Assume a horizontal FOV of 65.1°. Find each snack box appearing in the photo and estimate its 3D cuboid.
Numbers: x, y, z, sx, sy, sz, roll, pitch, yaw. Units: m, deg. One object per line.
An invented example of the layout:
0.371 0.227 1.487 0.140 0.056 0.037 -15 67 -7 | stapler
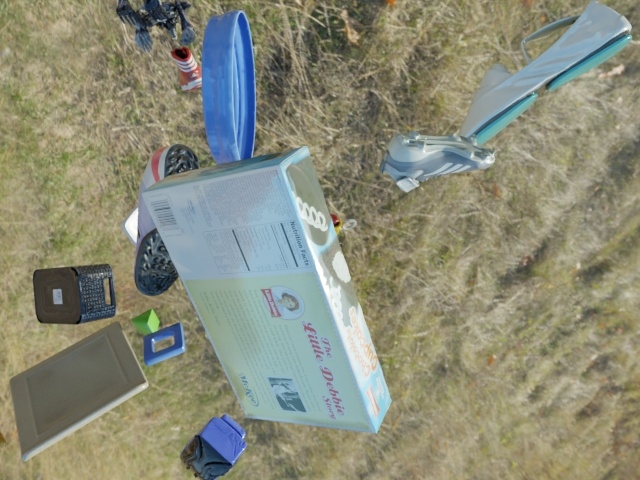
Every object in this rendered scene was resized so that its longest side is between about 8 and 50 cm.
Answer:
-0.053 0.070 0.561 0.060 0.187 0.321 -47 125 -51 | snack box

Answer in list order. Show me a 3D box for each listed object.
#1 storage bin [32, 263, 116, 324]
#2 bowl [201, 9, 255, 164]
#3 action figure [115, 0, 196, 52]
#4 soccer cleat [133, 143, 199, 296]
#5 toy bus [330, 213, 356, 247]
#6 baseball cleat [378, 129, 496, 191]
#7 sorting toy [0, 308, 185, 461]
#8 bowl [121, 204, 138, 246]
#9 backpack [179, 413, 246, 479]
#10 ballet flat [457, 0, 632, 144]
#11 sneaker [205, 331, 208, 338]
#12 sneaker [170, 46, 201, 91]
-0.545 0.117 1.106 0.084 0.180 0.122 -5 90 -56 | storage bin
-0.226 -0.373 1.274 0.077 0.391 0.391 1 131 0 | bowl
-0.427 -0.575 1.327 0.164 0.275 0.140 -13 102 8 | action figure
-0.336 -0.043 1.047 0.109 0.116 0.318 17 78 -48 | soccer cleat
-0.013 0.004 1.277 0.202 0.104 0.191 -28 147 15 | toy bus
0.193 -0.132 0.854 0.206 0.072 0.109 5 136 -22 | baseball cleat
-0.368 0.225 0.765 0.348 0.196 0.047 -29 126 -20 | sorting toy
-0.640 -0.051 1.784 0.142 0.053 0.142 -62 140 -38 | bowl
-0.209 0.414 0.991 0.120 0.098 0.101 -50 173 30 | backpack
0.430 -0.343 1.045 0.400 0.139 0.139 -35 138 14 | ballet flat
-0.158 0.162 1.094 0.297 0.111 0.129 24 90 -63 | sneaker
-0.410 -0.538 1.561 0.087 0.221 0.128 -28 114 -16 | sneaker
